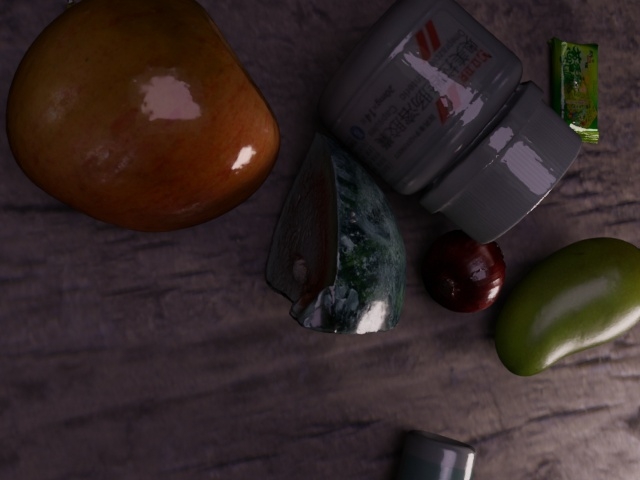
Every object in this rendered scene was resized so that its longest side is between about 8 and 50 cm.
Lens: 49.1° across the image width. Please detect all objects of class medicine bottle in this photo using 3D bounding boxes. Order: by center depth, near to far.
[{"bbox_3d":[0.177,-0.167,0.969,0.306,0.245,0.245,41,75,-2],"label":"medicine bottle"},{"bbox_3d":[0.140,0.465,1.030,0.110,0.110,0.351,17,82,-19],"label":"medicine bottle"}]

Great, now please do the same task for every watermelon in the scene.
[{"bbox_3d":[0.000,0.000,0.952,0.320,0.214,0.289,-22,99,-64],"label":"watermelon"}]

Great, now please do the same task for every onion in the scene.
[{"bbox_3d":[0.217,0.047,1.060,0.131,0.131,0.131,1,88,-20],"label":"onion"}]

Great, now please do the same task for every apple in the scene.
[{"bbox_3d":[-0.207,-0.144,0.835,0.275,0.299,0.299,-39,102,3],"label":"apple"}]

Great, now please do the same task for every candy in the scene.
[{"bbox_3d":[0.439,-0.259,1.205,0.102,0.032,0.178,1,88,-20],"label":"candy"}]

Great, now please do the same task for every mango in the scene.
[{"bbox_3d":[0.403,0.104,1.129,0.293,0.143,0.175,-32,105,-8],"label":"mango"}]

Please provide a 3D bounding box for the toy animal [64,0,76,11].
[{"bbox_3d":[-0.256,-0.347,0.934,0.136,0.073,0.181,11,88,-12],"label":"toy animal"}]
